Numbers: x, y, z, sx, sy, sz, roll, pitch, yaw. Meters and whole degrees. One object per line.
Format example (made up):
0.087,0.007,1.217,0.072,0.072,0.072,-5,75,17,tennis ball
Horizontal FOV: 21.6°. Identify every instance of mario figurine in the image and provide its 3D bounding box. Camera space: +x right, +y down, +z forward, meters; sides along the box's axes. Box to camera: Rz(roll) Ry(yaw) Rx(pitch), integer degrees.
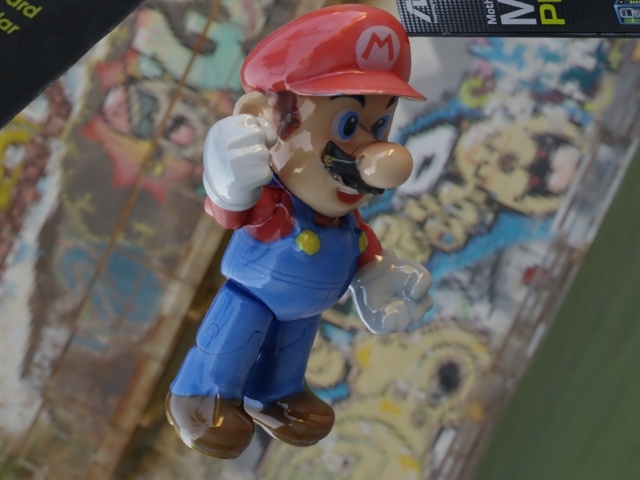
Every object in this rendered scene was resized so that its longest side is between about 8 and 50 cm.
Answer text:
0.000,0.000,1.133,0.198,0.170,0.320,-59,-16,-73,mario figurine

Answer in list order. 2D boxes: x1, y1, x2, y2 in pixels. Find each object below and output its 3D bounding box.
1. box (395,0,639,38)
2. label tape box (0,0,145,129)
0.141,-0.273,1.213,0.060,0.216,0.270,-62,-33,-44,box
-0.154,-0.150,0.489,0.334,0.240,0.106,-38,43,20,label tape box
